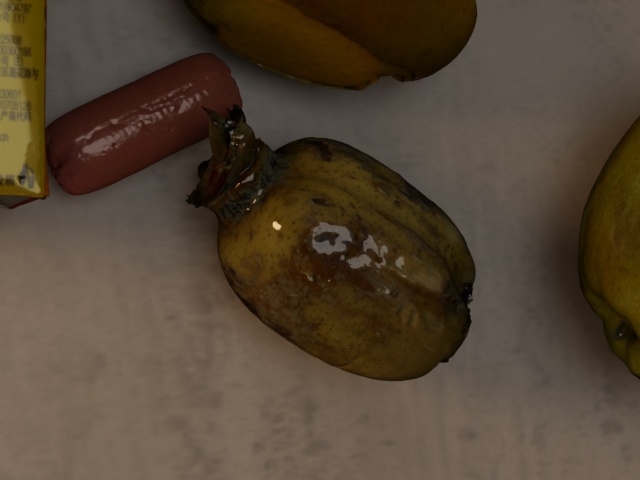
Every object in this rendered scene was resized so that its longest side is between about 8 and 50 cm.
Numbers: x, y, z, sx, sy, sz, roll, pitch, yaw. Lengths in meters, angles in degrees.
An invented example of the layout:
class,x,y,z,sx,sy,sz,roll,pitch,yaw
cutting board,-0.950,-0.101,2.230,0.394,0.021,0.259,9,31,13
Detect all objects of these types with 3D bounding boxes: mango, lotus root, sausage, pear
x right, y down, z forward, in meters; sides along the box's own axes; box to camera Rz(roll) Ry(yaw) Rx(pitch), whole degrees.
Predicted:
class,x,y,z,sx,sy,sz,roll,pitch,yaw
mango,0.007,-0.204,0.887,0.262,0.130,0.167,27,73,-27
lotus root,-0.001,0.001,0.870,0.278,0.154,0.154,35,75,-20
sausage,-0.132,-0.086,0.856,0.154,0.062,0.062,-29,100,-21
pear,0.366,-0.016,0.978,0.321,0.269,0.269,-42,105,-6

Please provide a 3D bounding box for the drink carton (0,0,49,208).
class,x,y,z,sx,sy,sz,roll,pitch,yaw
drink carton,-0.242,-0.199,0.760,0.111,0.154,0.351,1,88,-24
